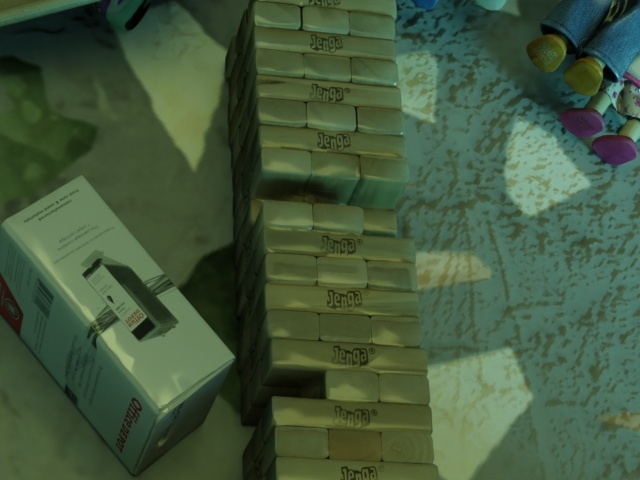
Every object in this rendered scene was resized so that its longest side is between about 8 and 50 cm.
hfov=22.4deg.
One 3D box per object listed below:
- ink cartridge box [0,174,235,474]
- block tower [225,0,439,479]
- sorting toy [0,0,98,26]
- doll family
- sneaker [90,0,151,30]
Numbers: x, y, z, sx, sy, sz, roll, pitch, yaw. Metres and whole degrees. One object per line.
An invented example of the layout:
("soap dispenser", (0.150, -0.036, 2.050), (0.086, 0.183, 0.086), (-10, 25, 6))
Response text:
("ink cartridge box", (-0.116, 0.048, 0.883), (0.056, 0.099, 0.135), (-35, 76, -28))
("block tower", (0.000, 0.000, 0.943), (0.097, 0.091, 0.335), (5, 61, -13))
("sorting toy", (-0.155, -0.210, 1.010), (0.348, 0.047, 0.196), (-14, 58, 1))
("doll family", (0.176, -0.185, 1.050), (0.263, 0.118, 0.163), (39, 64, -6))
("sneaker", (-0.125, -0.187, 1.041), (0.069, 0.038, 0.098), (33, 59, 4))
